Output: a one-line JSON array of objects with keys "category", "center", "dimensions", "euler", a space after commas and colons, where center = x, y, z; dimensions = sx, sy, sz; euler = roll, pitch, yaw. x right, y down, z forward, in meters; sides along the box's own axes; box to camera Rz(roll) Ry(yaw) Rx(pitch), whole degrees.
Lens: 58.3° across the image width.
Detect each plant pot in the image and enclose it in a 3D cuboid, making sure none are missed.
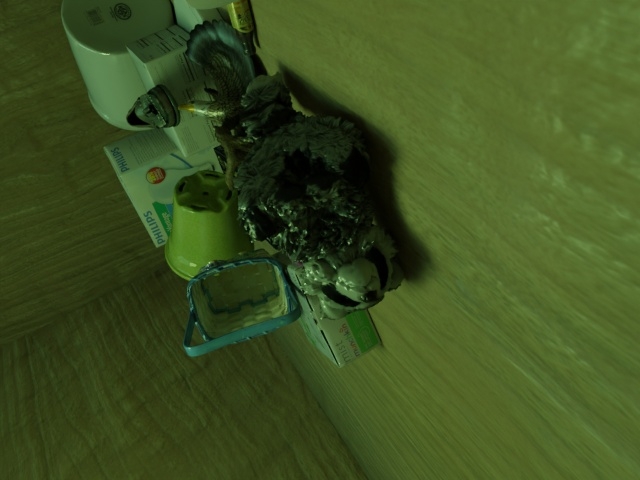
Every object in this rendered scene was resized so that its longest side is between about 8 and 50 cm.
[{"category": "plant pot", "center": [-0.332, -0.058, 1.704], "dimensions": [0.276, 0.276, 0.254], "euler": [53, 151, 33]}]

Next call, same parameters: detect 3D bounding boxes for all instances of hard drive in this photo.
[{"category": "hard drive", "center": [-0.299, -0.499, 1.442], "dimensions": [0.233, 0.047, 0.353], "euler": [59, 165, 13]}]

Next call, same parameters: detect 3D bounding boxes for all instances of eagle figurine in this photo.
[{"category": "eagle figurine", "center": [-0.193, -0.302, 1.237], "dimensions": [0.226, 0.225, 0.298], "euler": [-37, 44, 38]}]

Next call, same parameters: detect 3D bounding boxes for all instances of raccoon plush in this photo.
[{"category": "raccoon plush", "center": [0.015, -0.081, 1.002], "dimensions": [0.299, 0.216, 0.446], "euler": [58, -159, -44]}]

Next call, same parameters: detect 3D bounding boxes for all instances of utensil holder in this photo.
[{"category": "utensil holder", "center": [-0.593, -0.581, 1.787], "dimensions": [0.327, 0.328, 0.385], "euler": [59, 162, 13]}]

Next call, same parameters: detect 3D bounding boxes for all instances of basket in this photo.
[{"category": "basket", "center": [-0.187, 0.145, 1.314], "dimensions": [0.289, 0.255, 0.201], "euler": [-118, 12, -62]}]

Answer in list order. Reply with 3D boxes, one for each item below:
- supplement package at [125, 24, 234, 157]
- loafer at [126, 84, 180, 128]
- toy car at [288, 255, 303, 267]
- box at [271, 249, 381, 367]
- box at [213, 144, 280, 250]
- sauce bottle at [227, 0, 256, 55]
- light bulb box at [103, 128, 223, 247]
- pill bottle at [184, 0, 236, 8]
[{"category": "supplement package", "center": [-0.362, -0.386, 1.480], "dimensions": [0.204, 0.145, 0.261], "euler": [45, 157, 48]}, {"category": "loafer", "center": [-0.386, -0.288, 1.310], "dimensions": [0.096, 0.084, 0.267], "euler": [64, 161, -16]}, {"category": "toy car", "center": [0.000, 0.000, 1.130], "dimensions": [0.159, 0.136, 0.182], "euler": [61, 166, 5]}, {"category": "box", "center": [0.004, 0.142, 1.397], "dimensions": [0.262, 0.127, 0.231], "euler": [66, 165, -13]}, {"category": "box", "center": [-0.194, -0.140, 1.675], "dimensions": [0.322, 0.079, 0.257], "euler": [37, 149, 59]}, {"category": "sauce bottle", "center": [-0.147, -0.414, 1.087], "dimensions": [0.042, 0.042, 0.128], "euler": [50, 164, 39]}, {"category": "light bulb box", "center": [-0.530, -0.229, 2.103], "dimensions": [0.225, 0.361, 0.358], "euler": [49, 161, 42]}, {"category": "pill bottle", "center": [-0.167, -0.488, 0.680], "dimensions": [0.362, 0.210, 0.210], "euler": [63, 166, -5]}]
